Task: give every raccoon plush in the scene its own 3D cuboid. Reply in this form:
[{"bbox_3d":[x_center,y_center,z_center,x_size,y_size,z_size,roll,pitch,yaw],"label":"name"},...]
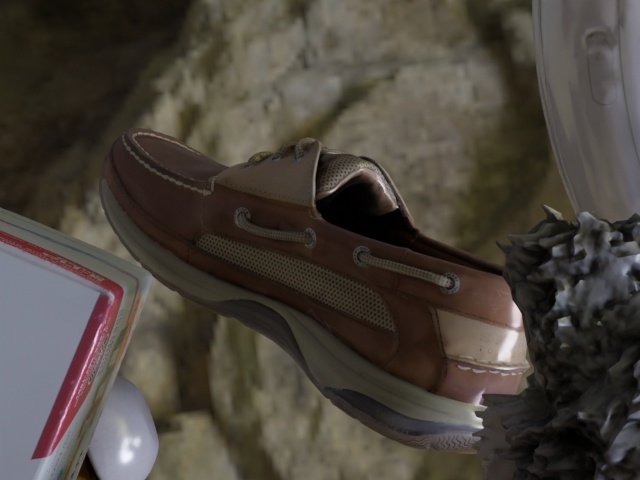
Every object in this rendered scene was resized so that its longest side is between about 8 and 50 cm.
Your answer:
[{"bbox_3d":[0.154,0.190,0.599,0.216,0.299,0.446,-1,-149,-11],"label":"raccoon plush"}]

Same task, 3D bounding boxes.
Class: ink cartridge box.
[{"bbox_3d":[-0.153,0.050,0.742,0.127,0.128,0.176,22,-178,-1],"label":"ink cartridge box"}]

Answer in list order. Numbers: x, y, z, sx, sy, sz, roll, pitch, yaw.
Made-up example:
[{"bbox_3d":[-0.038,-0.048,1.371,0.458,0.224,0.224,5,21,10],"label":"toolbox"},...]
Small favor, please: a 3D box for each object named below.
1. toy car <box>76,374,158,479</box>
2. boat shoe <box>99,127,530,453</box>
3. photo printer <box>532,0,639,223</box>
[{"bbox_3d":[-0.160,0.159,1.065,0.159,0.182,0.136,-19,-174,-1],"label":"toy car"},{"bbox_3d":[0.000,0.000,1.051,0.324,0.116,0.123,32,-162,35],"label":"boat shoe"},{"bbox_3d":[0.262,-0.116,0.935,0.307,0.256,0.107,-7,-167,-3],"label":"photo printer"}]
